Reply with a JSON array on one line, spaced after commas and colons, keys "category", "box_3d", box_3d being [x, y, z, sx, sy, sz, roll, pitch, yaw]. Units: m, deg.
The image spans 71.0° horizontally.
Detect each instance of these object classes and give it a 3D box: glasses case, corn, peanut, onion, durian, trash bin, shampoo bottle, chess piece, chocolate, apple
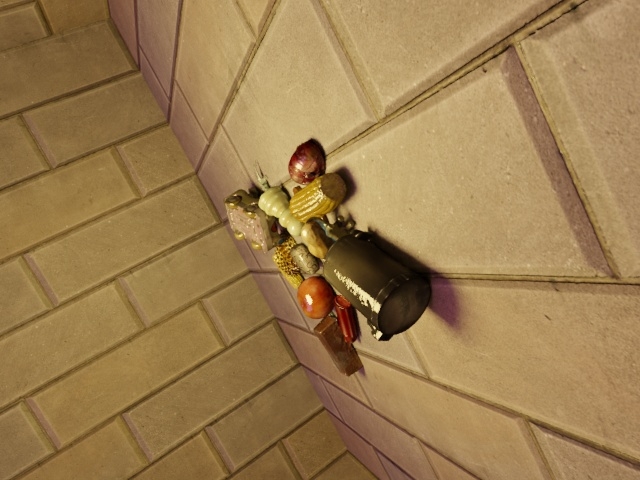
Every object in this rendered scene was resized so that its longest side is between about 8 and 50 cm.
[{"category": "glasses case", "box_3d": [-0.074, 0.082, 2.017, 0.137, 0.085, 0.355, 54, 174, -5]}, {"category": "corn", "box_3d": [-0.175, 0.159, 2.441, 0.248, 0.081, 0.081, 52, 159, 24]}, {"category": "peanut", "box_3d": [0.000, 0.000, 1.665, 0.120, 0.110, 0.236, 3, 161, 28]}, {"category": "onion", "box_3d": [-0.064, -0.264, 1.558, 0.151, 0.098, 0.205, 51, 159, 20]}, {"category": "durian", "box_3d": [-0.151, 0.065, 2.271, 0.252, 0.145, 0.139, 58, -161, -12]}, {"category": "trash bin", "box_3d": [0.163, 0.130, 1.397, 0.301, 0.203, 0.251, 40, 112, 46]}, {"category": "shampoo bottle", "box_3d": [0.119, 0.365, 2.043, 0.102, 0.064, 0.260, 35, 149, 43]}, {"category": "corn", "box_3d": [-0.011, -0.142, 1.548, 0.131, 0.131, 0.344, 61, 160, -3]}, {"category": "chess piece", "box_3d": [-0.146, -0.116, 1.951, 0.243, 0.133, 0.133, 44, 156, 21]}, {"category": "chocolate", "box_3d": [0.084, 0.532, 2.262, 0.321, 0.112, 0.112, 60, 158, -15]}, {"category": "apple", "box_3d": [-0.026, 0.275, 2.123, 0.201, 0.162, 0.201, 48, 158, 26]}]

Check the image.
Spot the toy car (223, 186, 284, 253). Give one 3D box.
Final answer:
[{"category": "toy car", "box_3d": [-0.308, -0.118, 2.234, 0.336, 0.226, 0.242, 24, 136, 41]}]

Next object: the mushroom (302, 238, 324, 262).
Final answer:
[{"category": "mushroom", "box_3d": [0.016, 0.057, 1.846, 0.223, 0.081, 0.092, 50, 140, 21]}]

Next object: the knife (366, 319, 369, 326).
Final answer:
[{"category": "knife", "box_3d": [0.209, 0.305, 1.813, 0.028, 0.015, 0.210, 46, 157, 19]}]

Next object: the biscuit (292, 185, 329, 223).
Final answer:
[{"category": "biscuit", "box_3d": [-0.041, -0.116, 1.806, 0.236, 0.039, 0.179, 46, 155, 29]}]

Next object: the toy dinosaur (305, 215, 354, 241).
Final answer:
[{"category": "toy dinosaur", "box_3d": [0.044, -0.007, 1.589, 0.188, 0.248, 0.075, 125, 155, -50]}]

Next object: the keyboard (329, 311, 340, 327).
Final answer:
[{"category": "keyboard", "box_3d": [0.056, 0.375, 2.286, 0.176, 0.014, 0.055, 60, 164, 3]}]

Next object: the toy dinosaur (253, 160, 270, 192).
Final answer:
[{"category": "toy dinosaur", "box_3d": [-0.276, -0.281, 2.133, 0.082, 0.039, 0.208, 15, 131, 65]}]
